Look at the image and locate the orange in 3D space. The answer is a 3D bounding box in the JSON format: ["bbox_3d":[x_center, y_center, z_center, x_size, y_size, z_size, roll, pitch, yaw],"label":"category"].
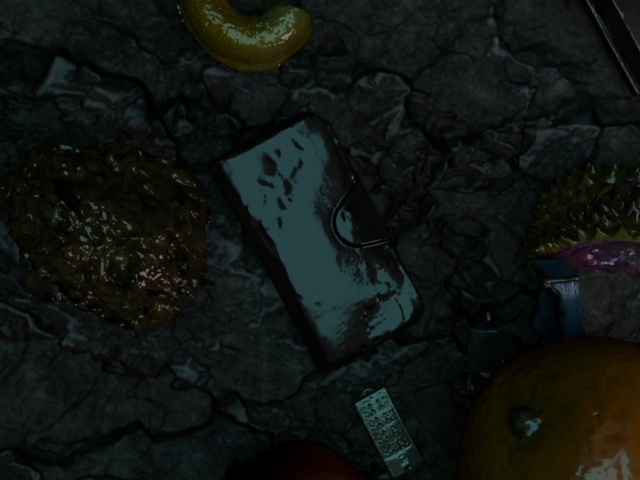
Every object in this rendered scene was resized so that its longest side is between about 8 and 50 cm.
[{"bbox_3d":[0.313,0.260,1.447,0.312,0.312,0.312,-1,94,-8],"label":"orange"}]

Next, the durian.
[{"bbox_3d":[0.413,-0.014,1.554,0.260,0.186,0.154,6,99,-21],"label":"durian"}]

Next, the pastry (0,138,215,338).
[{"bbox_3d":[-0.232,-0.024,1.398,0.193,0.275,0.275,-43,99,15],"label":"pastry"}]

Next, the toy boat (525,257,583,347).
[{"bbox_3d":[0.287,0.109,1.567,0.077,0.075,0.185,-15,125,-8],"label":"toy boat"}]

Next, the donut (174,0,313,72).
[{"bbox_3d":[-0.098,-0.290,1.495,0.146,0.078,0.181,-27,96,-8],"label":"donut"}]

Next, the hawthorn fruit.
[{"bbox_3d":[-0.007,0.354,1.507,0.251,0.189,0.189,33,89,-17],"label":"hawthorn fruit"}]

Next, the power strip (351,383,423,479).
[{"bbox_3d":[0.090,0.252,1.590,0.051,0.019,0.136,-28,97,-7],"label":"power strip"}]

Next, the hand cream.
[{"bbox_3d":[0.227,0.212,1.590,0.075,0.052,0.248,-6,95,-7],"label":"hand cream"}]

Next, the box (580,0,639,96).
[{"bbox_3d":[0.450,-0.325,1.565,0.215,0.086,0.215,-31,98,-4],"label":"box"}]

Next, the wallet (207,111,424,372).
[{"bbox_3d":[0.000,0.000,1.547,0.165,0.042,0.309,-28,98,-4],"label":"wallet"}]
